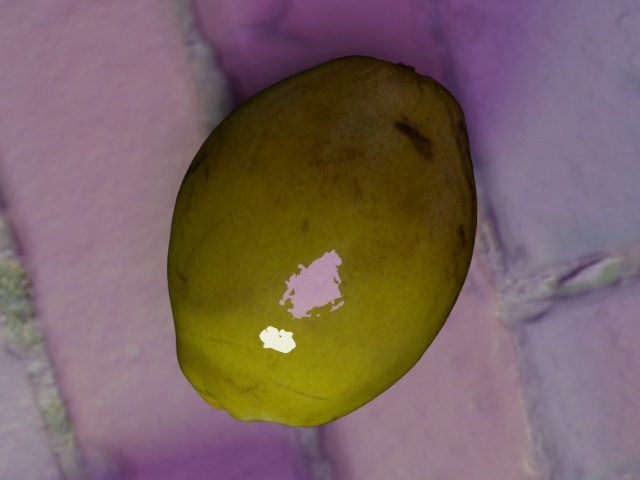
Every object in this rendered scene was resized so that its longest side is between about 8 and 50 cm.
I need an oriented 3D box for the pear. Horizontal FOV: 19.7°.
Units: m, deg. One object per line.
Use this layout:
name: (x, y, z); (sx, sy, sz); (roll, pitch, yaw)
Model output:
pear: (0.000, 0.000, 1.264); (0.212, 0.212, 0.269); (23, 91, -9)
